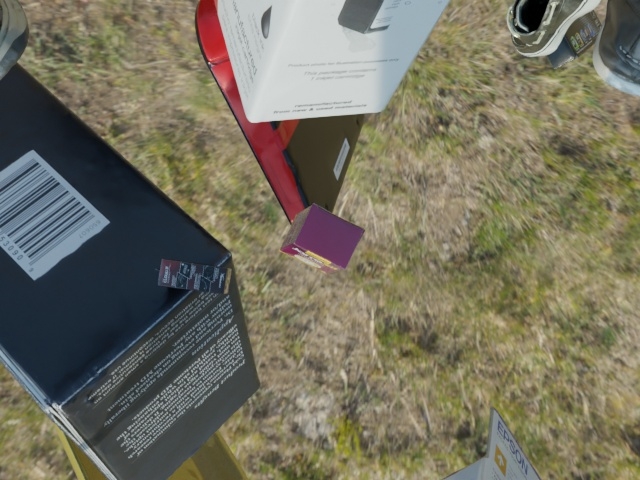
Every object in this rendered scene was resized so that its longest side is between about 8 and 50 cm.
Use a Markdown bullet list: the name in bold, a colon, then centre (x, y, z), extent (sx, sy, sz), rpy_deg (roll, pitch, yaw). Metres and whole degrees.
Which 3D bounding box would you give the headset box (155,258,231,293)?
- **headset box**: centre (-0.147, 0.041, 1.031), extent (0.083, 0.062, 0.032), rpy_deg (9, 87, 0)

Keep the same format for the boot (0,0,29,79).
- **boot**: centre (-0.320, -0.220, 0.640), extent (0.085, 0.178, 0.236), rpy_deg (-46, 54, 9)

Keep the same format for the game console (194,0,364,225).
- **game console**: centre (-0.040, -0.227, 1.249), extent (0.060, 0.386, 0.342), rpy_deg (-11, 120, 20)

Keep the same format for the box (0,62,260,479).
- **box**: centre (-0.364, 0.076, 1.322), extent (0.480, 0.472, 0.297), rpy_deg (40, 67, 20)

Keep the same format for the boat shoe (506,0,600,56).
- **boat shoe**: centre (0.266, -0.281, 1.099), extent (0.070, 0.219, 0.078), rpy_deg (-12, 82, -8)

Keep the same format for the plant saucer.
- **plant saucer**: centre (-0.341, 0.360, 1.639), extent (0.333, 0.333, 0.081), rpy_deg (48, 115, 40)

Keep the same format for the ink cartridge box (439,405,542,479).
- **ink cartridge box**: centre (0.188, 0.374, 0.790), extent (0.071, 0.330, 0.324), rpy_deg (-24, 110, 24)

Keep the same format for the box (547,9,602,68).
- **box**: centre (0.355, -0.368, 1.367), extent (0.045, 0.190, 0.184), rpy_deg (-23, 99, 37)

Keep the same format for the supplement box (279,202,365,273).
- **supplement box**: centre (0.000, 0.000, 0.833), extent (0.055, 0.083, 0.043), rpy_deg (27, 80, -7)

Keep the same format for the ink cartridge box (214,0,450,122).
- **ink cartridge box**: centre (0.009, -0.230, 0.566), extent (0.114, 0.273, 0.197), rpy_deg (-8, 68, -21)

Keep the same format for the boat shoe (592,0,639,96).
- **boat shoe**: centre (0.335, -0.275, 0.895), extent (0.112, 0.335, 0.095), rpy_deg (19, 139, -2)
